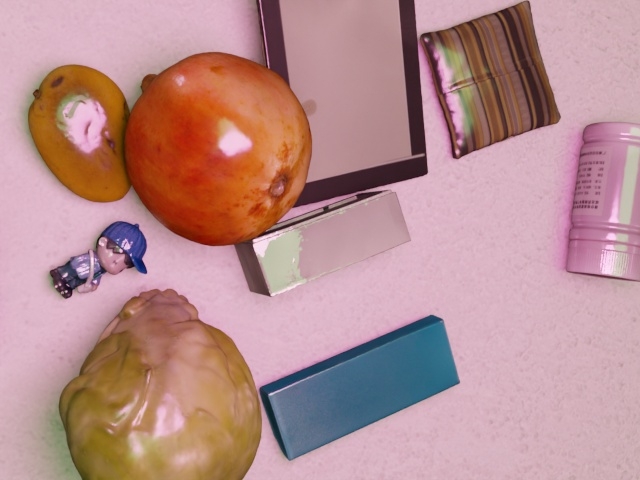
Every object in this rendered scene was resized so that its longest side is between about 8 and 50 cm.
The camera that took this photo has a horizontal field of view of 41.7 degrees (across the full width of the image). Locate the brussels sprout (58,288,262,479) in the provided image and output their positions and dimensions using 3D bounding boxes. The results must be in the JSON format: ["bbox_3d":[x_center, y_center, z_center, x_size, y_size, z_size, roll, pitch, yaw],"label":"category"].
[{"bbox_3d":[-0.208,0.230,1.109,0.242,0.317,0.274,-23,119,15],"label":"brussels sprout"}]

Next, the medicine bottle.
[{"bbox_3d":[0.486,-0.062,1.390,0.133,0.133,0.250,8,87,-18],"label":"medicine bottle"}]

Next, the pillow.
[{"bbox_3d":[0.278,-0.261,1.360,0.212,0.052,0.208,-21,101,-16],"label":"pillow"}]

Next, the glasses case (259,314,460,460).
[{"bbox_3d":[0.062,0.220,1.292,0.301,0.070,0.117,-20,103,-19],"label":"glasses case"}]

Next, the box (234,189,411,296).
[{"bbox_3d":[0.000,0.000,1.232,0.225,0.129,0.086,-21,96,-17],"label":"box"}]

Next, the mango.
[{"bbox_3d":[-0.316,-0.143,1.146,0.137,0.098,0.195,-32,105,-20],"label":"mango"}]

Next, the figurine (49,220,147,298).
[{"bbox_3d":[-0.307,0.025,1.173,0.136,0.077,0.079,-19,62,-2],"label":"figurine"}]

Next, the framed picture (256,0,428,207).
[{"bbox_3d":[0.040,-0.239,1.246,0.265,0.016,0.347,-16,109,-25],"label":"framed picture"}]

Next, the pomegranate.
[{"bbox_3d":[-0.147,-0.132,1.123,0.270,0.252,0.229,37,45,23],"label":"pomegranate"}]
